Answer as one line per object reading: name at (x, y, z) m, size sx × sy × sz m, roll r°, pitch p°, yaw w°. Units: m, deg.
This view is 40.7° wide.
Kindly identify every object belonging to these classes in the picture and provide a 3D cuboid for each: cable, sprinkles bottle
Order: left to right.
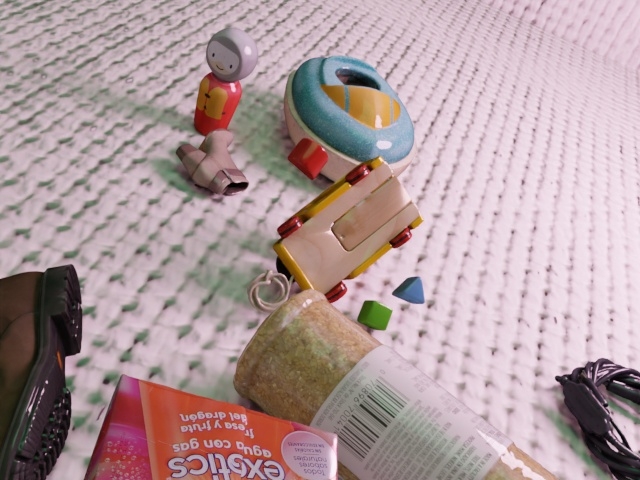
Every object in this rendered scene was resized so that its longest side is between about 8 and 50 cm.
sprinkles bottle at (0.092, 0.187, 0.729) m, size 0.355 × 0.121 × 0.121 m, roll 37°, pitch 35°, yaw 20°
cable at (0.346, 0.205, 0.937) m, size 0.150 × 0.047 × 0.184 m, roll 4°, pitch 35°, yaw -35°

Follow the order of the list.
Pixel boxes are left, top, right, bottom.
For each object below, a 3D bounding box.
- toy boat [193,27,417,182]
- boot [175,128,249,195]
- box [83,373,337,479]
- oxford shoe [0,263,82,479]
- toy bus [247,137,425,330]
toy boat at (-0.012, -0.189, 1.176) m, size 0.318 × 0.148 × 0.267 m, roll 8°, pitch 36°, yaw -22°
boot at (-0.122, -0.094, 1.079) m, size 0.087 × 0.042 × 0.118 m, roll 41°, pitch 38°, yaw 15°
box at (-0.089, 0.213, 0.456) m, size 0.122 × 0.257 × 0.128 m, roll 18°, pitch 33°, yaw -11°
oxford shoe at (-0.248, 0.113, 0.684) m, size 0.096 × 0.083 × 0.227 m, roll -4°, pitch 38°, yaw -6°
toy bus at (0.012, -0.003, 0.963) m, size 0.202 × 0.191 × 0.104 m, roll 11°, pitch -8°, yaw -20°
